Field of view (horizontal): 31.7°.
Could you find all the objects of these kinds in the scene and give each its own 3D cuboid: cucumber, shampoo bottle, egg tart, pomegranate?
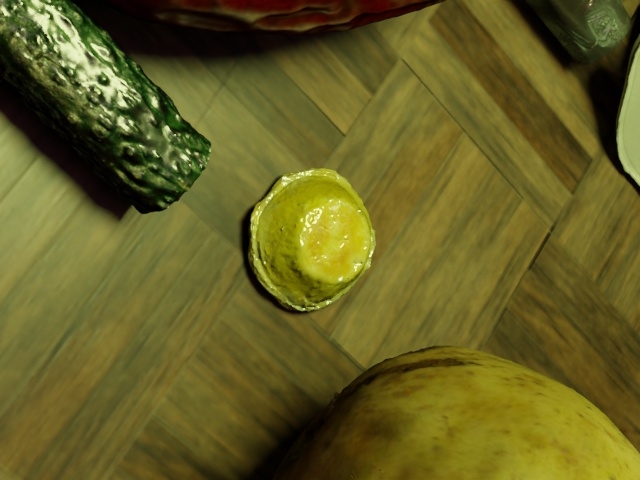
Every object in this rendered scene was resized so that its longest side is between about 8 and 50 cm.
[{"bbox_3d":[-0.180,-0.133,0.640,0.293,0.067,0.067,47,65,-23],"label":"cucumber"},{"bbox_3d":[0.164,-0.230,0.876,0.057,0.063,0.208,-50,117,-13],"label":"shampoo bottle"},{"bbox_3d":[0.000,0.000,0.771,0.105,0.039,0.105,-1,91,-34],"label":"egg tart"},{"bbox_3d":[0.084,0.204,0.690,0.281,0.281,0.281,1,88,-34],"label":"pomegranate"}]

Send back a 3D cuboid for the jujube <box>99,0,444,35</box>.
[{"bbox_3d":[-0.006,-0.239,0.684,0.318,0.223,0.223,-21,101,-25],"label":"jujube"}]

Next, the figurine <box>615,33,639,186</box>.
[{"bbox_3d":[0.332,-0.132,0.976,0.141,0.166,0.250,-86,162,-47],"label":"figurine"}]
